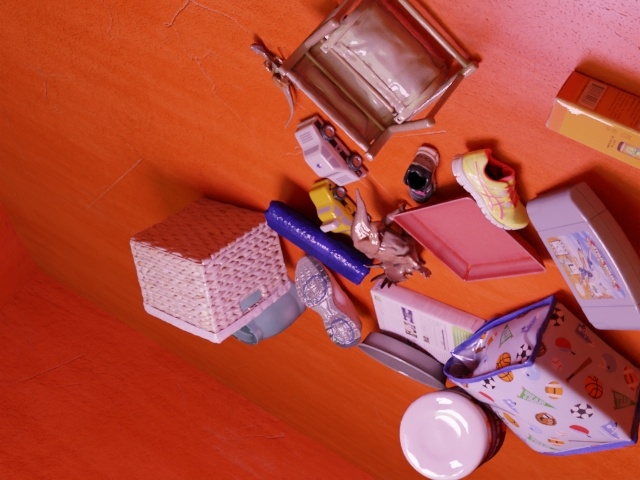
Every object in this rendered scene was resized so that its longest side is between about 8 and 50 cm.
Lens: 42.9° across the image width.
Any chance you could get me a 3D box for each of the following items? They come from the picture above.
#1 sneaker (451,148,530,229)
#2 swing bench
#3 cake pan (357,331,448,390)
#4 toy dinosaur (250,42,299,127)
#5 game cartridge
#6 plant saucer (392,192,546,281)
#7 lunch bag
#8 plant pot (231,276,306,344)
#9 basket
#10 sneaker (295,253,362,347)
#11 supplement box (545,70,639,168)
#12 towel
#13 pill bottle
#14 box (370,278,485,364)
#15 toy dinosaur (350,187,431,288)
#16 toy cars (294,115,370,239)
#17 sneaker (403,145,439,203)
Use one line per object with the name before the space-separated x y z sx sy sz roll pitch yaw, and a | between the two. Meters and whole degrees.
sneaker | 0.354 -0.101 1.602 0.208 0.081 0.094 41 140 -21
swing bench | 0.098 -0.313 1.490 0.253 0.165 0.255 43 158 -12
cake pan | 0.246 0.347 2.364 0.293 0.054 0.293 27 168 6
toy dinosaur | -0.078 -0.344 1.773 0.112 0.064 0.211 26 147 60
game cartridge | 0.512 0.037 1.522 0.297 0.062 0.198 59 170 -1
plant saucer | 0.327 -0.010 1.775 0.258 0.047 0.259 40 155 -22
lunch bag | 0.513 0.335 1.918 0.328 0.239 0.385 39 146 -7
plant pot | -0.218 0.211 2.630 0.293 0.196 0.293 28 151 17
basket | -0.319 0.070 2.355 0.331 0.328 0.266 16 127 37
sneaker | 0.024 0.170 2.365 0.111 0.129 0.297 -27 96 19
supplement box | 0.491 -0.182 1.312 0.233 0.080 0.078 30 153 18
towel | 0.000 0.000 2.131 0.308 0.076 0.227 33 171 4
pill bottle | 0.374 0.505 2.190 0.224 0.224 0.392 25 -176 23
box | 0.299 0.240 2.217 0.322 0.058 0.232 23 150 29
toy dinosaur | 0.148 0.014 1.937 0.296 0.127 0.200 39 147 -19
toy cars | 0.026 -0.123 1.941 0.177 0.087 0.393 23 149 26
sneaker | 0.208 -0.125 1.735 0.063 0.074 0.170 29 152 16
